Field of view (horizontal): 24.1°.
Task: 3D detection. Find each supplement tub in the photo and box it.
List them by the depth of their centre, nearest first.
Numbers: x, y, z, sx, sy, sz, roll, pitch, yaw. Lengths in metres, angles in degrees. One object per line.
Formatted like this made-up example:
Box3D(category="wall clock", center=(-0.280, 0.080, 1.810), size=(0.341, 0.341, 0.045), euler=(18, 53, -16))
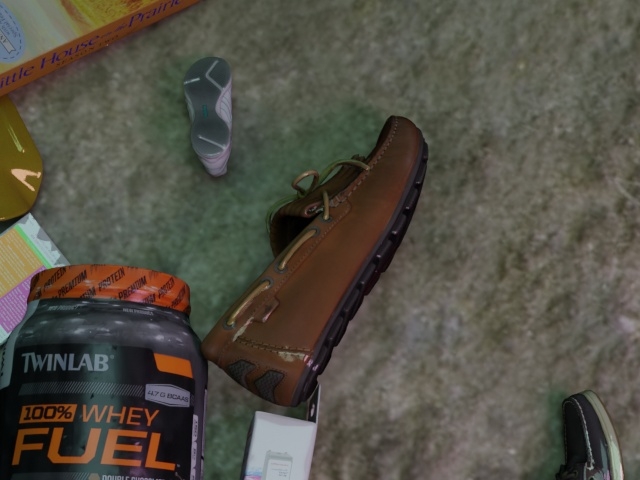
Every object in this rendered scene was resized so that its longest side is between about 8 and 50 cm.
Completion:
Box3D(category="supplement tub", center=(-0.217, 0.206, 1.471), size=(0.207, 0.207, 0.338), euler=(2, 74, -5))

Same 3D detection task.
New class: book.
Box3D(category="book", center=(-0.338, 0.053, 1.593), size=(0.144, 0.035, 0.096), euler=(-38, 84, -14))

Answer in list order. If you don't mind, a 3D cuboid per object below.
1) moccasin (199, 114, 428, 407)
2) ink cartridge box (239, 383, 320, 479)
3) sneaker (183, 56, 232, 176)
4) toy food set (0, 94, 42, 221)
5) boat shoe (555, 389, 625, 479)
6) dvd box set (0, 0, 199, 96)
Box3D(category="moccasin", center=(0.000, 0.002, 1.560), size=(0.147, 0.139, 0.380), euler=(28, 59, 8))
Box3D(category="ink cartridge box", center=(-0.049, 0.245, 1.525), size=(0.067, 0.115, 0.198), euler=(12, 73, -3))
Box3D(category="sneaker", center=(-0.123, -0.137, 1.659), size=(0.053, 0.061, 0.152), euler=(-3, 55, 1))
Box3D(category="toy food set", center=(-0.390, -0.107, 1.620), size=(0.128, 0.071, 0.218), euler=(-20, 78, -35))
Box3D(category="boat shoe", center=(0.277, 0.270, 1.569), size=(0.073, 0.080, 0.224), euler=(-6, 80, -13))
Box3D(category="dvd box set", center=(-0.353, -0.322, 1.632), size=(0.420, 0.062, 0.308), euler=(-30, 78, -27))
